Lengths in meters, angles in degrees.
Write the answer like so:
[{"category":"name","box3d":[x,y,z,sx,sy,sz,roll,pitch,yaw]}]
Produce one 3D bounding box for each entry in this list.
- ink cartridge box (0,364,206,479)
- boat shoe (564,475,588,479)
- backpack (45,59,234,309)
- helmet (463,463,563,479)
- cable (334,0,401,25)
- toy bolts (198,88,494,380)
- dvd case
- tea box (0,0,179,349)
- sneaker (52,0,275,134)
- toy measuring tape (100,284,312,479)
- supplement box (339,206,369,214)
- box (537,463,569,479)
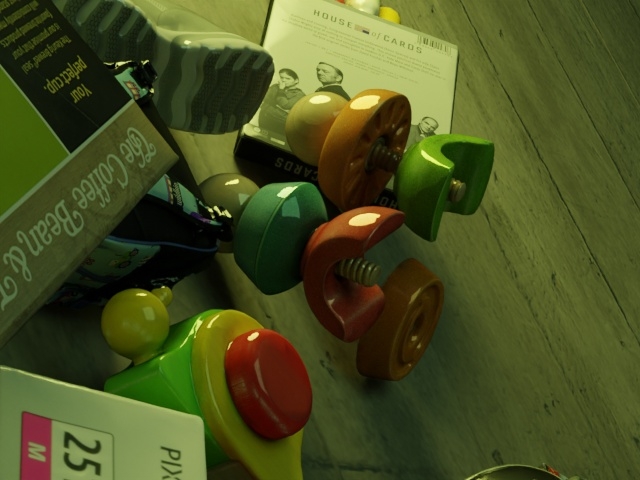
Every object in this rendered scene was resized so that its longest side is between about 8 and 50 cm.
[{"category":"ink cartridge box","box3d":[-0.071,0.208,1.022,0.239,0.060,0.275,16,38,-21]},{"category":"boat shoe","box3d":[0.207,0.320,1.411,0.121,0.119,0.335,18,39,-46]},{"category":"backpack","box3d":[-0.159,-0.036,1.209,0.173,0.117,0.158,4,54,-61]},{"category":"helmet","box3d":[0.142,0.253,1.325,0.169,0.169,0.161,24,19,-50]},{"category":"cable","box3d":[0.033,-0.175,1.771,0.139,0.072,0.287,31,21,-27]},{"category":"toy bolts","box3d":[0.000,0.000,1.482,0.158,0.218,0.228,24,25,21]},{"category":"dvd case","box3d":[0.028,-0.122,1.664,0.179,0.029,0.238,20,39,-8]},{"category":"tea box","box3d":[-0.281,-0.050,0.868,0.323,0.220,0.329,51,24,-7]},{"category":"sneaker","box3d":[-0.161,-0.136,1.409,0.115,0.105,0.281,33,12,33]},{"category":"toy measuring tape","box3d":[-0.030,0.147,1.229,0.330,0.121,0.121,54,22,-24]},{"category":"supplement box","box3d":[0.034,-0.060,1.707,0.062,0.036,0.098,56,22,7]},{"category":"box","box3d":[0.222,0.265,1.639,0.094,0.027,0.137,34,31,-41]}]
